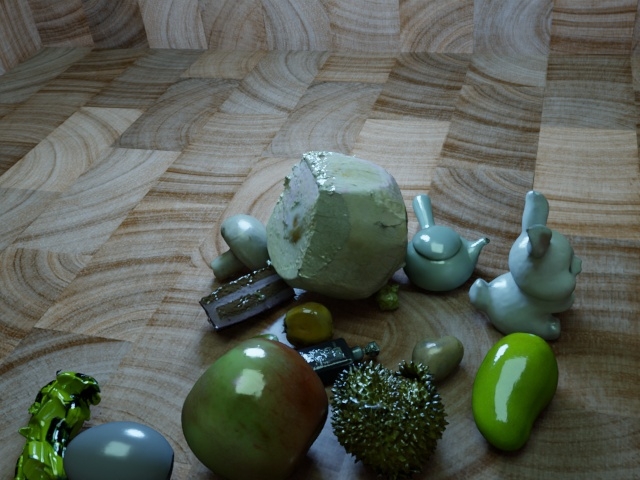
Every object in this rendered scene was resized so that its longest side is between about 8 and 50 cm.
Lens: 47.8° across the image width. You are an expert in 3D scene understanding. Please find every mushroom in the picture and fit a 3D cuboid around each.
[{"bbox_3d":[-0.226,0.022,2.115,0.209,0.207,0.206,-20,38,-15],"label":"mushroom"}]

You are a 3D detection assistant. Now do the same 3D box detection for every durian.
[{"bbox_3d":[0.143,0.374,1.554,0.258,0.258,0.293,-8,21,-1],"label":"durian"}]

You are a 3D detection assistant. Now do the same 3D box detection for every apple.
[{"bbox_3d":[-0.131,0.371,1.547,0.277,0.319,0.319,42,53,12],"label":"apple"}]

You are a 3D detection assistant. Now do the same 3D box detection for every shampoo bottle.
[{"bbox_3d":[-0.004,0.309,1.794,0.309,0.071,0.098,-14,30,-10],"label":"shampoo bottle"}]

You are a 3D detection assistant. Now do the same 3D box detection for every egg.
[{"bbox_3d":[-0.433,0.477,1.547,0.231,0.176,0.176,4,36,-4],"label":"egg"}]

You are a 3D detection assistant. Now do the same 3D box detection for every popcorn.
[{"bbox_3d":[0.188,0.155,1.976,0.068,0.059,0.083,41,57,-3],"label":"popcorn"}]

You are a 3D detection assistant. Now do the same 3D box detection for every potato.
[{"bbox_3d":[0.280,0.283,1.752,0.147,0.112,0.112,-22,38,-32],"label":"potato"}]

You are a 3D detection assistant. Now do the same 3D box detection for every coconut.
[{"bbox_3d":[0.075,-0.025,1.973,0.404,0.405,0.405,-5,36,4],"label":"coconut"}]

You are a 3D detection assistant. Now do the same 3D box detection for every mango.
[{"bbox_3d":[0.434,0.336,1.628,0.175,0.143,0.293,17,53,20],"label":"mango"}]

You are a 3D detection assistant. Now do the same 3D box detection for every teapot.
[{"bbox_3d":[0.309,0.011,2.070,0.219,0.149,0.318,-24,40,-23],"label":"teapot"}]

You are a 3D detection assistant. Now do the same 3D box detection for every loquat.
[{"bbox_3d":[-0.032,0.223,1.870,0.137,0.137,0.113,-3,23,6],"label":"loquat"}]

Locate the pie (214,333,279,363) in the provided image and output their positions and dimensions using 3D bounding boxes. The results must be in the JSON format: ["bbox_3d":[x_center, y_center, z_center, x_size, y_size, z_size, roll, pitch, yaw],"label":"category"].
[{"bbox_3d":[-0.187,0.286,1.812,0.186,0.041,0.187,-24,6,3],"label":"pie"}]

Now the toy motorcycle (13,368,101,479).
[{"bbox_3d":[-0.607,0.433,1.681,0.206,0.142,0.342,-41,32,19],"label":"toy motorcycle"}]

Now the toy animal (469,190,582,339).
[{"bbox_3d":[0.514,0.070,1.790,0.241,0.368,0.196,9,41,2],"label":"toy animal"}]

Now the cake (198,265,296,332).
[{"bbox_3d":[-0.205,0.160,2.000,0.295,0.116,0.112,-22,-6,-31],"label":"cake"}]
